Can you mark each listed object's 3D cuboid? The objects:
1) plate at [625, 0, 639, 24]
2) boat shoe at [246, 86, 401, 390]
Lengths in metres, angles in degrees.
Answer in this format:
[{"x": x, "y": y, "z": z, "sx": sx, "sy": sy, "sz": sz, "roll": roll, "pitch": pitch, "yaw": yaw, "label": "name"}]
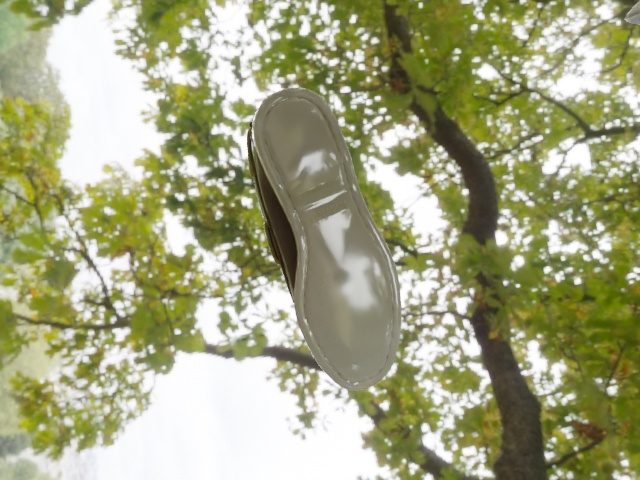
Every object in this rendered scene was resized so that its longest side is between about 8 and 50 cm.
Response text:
[{"x": 0.480, "y": -0.244, "z": 0.664, "sx": 0.278, "sy": 0.277, "sz": 0.045, "roll": -3, "pitch": -90, "yaw": 53, "label": "plate"}, {"x": 0.000, "y": 0.000, "z": 0.768, "sx": 0.097, "sy": 0.116, "sz": 0.324, "roll": -157, "pitch": -133, "yaw": -74, "label": "boat shoe"}]
